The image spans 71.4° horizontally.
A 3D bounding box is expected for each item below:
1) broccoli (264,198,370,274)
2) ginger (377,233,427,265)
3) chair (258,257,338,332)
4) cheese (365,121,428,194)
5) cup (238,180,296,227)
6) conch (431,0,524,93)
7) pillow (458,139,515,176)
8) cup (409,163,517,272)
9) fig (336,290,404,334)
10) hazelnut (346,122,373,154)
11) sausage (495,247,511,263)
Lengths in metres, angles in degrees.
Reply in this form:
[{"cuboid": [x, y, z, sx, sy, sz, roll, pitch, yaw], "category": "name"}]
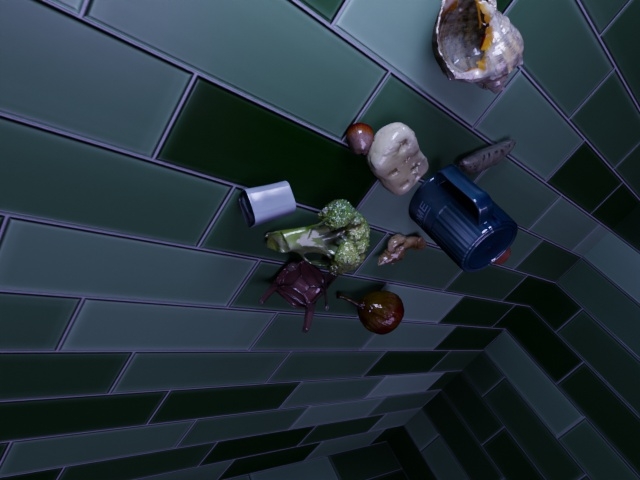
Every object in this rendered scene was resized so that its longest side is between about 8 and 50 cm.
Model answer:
[{"cuboid": [0.034, 0.000, 1.344, 0.302, 0.186, 0.254, 6, 136, -48], "category": "broccoli"}, {"cuboid": [0.310, 0.035, 1.688, 0.214, 0.059, 0.133, -2, 124, -36], "category": "ginger"}, {"cuboid": [-0.051, 0.145, 1.495, 0.176, 0.183, 0.326, -48, -175, 15], "category": "chair"}, {"cuboid": [0.227, -0.234, 1.300, 0.159, 0.093, 0.263, -45, 148, 7], "category": "cheese"}, {"cuboid": [-0.149, -0.093, 1.189, 0.129, 0.095, 0.128, -17, 175, -24], "category": "cup"}, {"cuboid": [0.373, -0.493, 1.104, 0.210, 0.159, 0.291, -29, 104, 6], "category": "conch"}, {"cuboid": [0.574, -0.281, 1.547, 0.241, 0.051, 0.093, -23, 135, -16], "category": "pillow"}, {"cuboid": [0.490, -0.088, 1.496, 0.242, 0.292, 0.308, -9, 137, -29], "category": "cup"}, {"cuboid": [0.189, 0.284, 1.792, 0.290, 0.191, 0.191, 2, 131, -16], "category": "fig"}, {"cuboid": [0.107, -0.272, 1.197, 0.086, 0.086, 0.086, -20, 140, -18], "category": "hazelnut"}, {"cuboid": [0.761, 0.040, 1.979, 0.259, 0.114, 0.114, 22, 116, -46], "category": "sausage"}]
